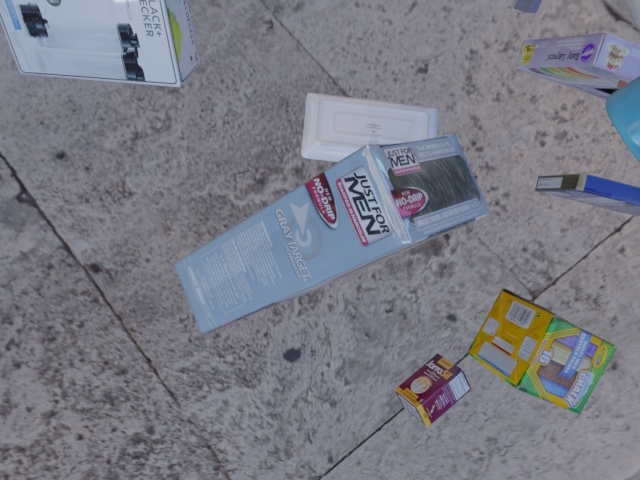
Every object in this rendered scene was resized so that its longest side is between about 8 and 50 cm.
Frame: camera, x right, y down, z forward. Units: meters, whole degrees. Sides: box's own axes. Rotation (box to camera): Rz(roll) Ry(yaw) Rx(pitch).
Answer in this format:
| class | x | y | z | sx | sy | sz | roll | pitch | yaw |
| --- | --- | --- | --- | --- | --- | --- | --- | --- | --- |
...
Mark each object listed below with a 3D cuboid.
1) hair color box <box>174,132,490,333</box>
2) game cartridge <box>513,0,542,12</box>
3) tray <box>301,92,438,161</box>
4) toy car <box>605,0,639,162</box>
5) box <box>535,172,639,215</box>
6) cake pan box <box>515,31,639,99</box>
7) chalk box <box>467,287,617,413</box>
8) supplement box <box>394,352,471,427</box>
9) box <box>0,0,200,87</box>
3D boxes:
| class | x | y | z | sx | sy | sz | roll | pitch | yaw |
| --- | --- | --- | --- | --- | --- | --- | --- | --- | --- |
| hair color box | 0.000 | 0.000 | 0.797 | 0.185 | 0.375 | 0.113 | -17 | 82 | -48 |
| game cartridge | 0.396 | -0.568 | 0.993 | 0.068 | 0.355 | 0.230 | 18 | 75 | 8 |
| tray | 0.102 | -0.219 | 1.235 | 0.271 | 0.030 | 0.145 | 6 | 75 | -4 |
| toy car | 0.262 | -0.130 | 0.367 | 0.238 | 0.219 | 0.210 | 32 | 42 | -32 |
| box | 0.529 | -0.081 | 1.138 | 0.225 | 0.136 | 0.036 | 13 | 91 | -12 |
| cake pan box | 0.566 | -0.336 | 1.231 | 0.267 | 0.246 | 0.070 | 11 | 102 | -21 |
| chalk box | 0.382 | 0.192 | 1.043 | 0.213 | 0.132 | 0.132 | 27 | 93 | -28 |
| supplement box | 0.153 | 0.203 | 0.849 | 0.083 | 0.043 | 0.055 | -37 | 30 | -16 |
| box | -0.350 | -0.345 | 0.981 | 0.290 | 0.169 | 0.087 | 8 | 42 | 10 |
